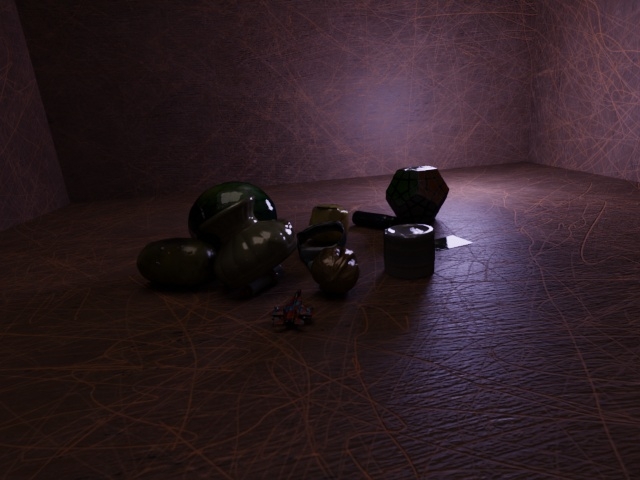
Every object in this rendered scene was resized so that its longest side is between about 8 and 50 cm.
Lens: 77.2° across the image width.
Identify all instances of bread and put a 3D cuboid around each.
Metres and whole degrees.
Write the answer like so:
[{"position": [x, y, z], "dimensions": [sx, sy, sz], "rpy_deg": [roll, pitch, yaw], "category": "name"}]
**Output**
[{"position": [0.031, -0.074, 1.795], "dimensions": [0.197, 0.170, 0.197], "rpy_deg": [6, 10, -1], "category": "bread"}]

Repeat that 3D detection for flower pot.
[{"position": [-0.252, -0.006, 1.368], "dimensions": [0.308, 0.244, 0.307], "rpy_deg": [-31, 10, 6], "category": "flower pot"}]

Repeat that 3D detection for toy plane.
[{"position": [-0.073, 0.192, 1.153], "dimensions": [0.130, 0.061, 0.189], "rpy_deg": [-3, 13, 9], "category": "toy plane"}]

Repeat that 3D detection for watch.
[{"position": [0.000, 0.000, 1.632], "dimensions": [0.207, 0.068, 0.192], "rpy_deg": [-2, 42, 16], "category": "watch"}]

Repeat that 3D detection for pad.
[{"position": [0.514, 0.011, 1.664], "dimensions": [0.190, 0.004, 0.127], "rpy_deg": [-11, 18, -19], "category": "pad"}]

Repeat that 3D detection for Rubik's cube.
[{"position": [0.479, -0.230, 2.002], "dimensions": [0.264, 0.318, 0.319], "rpy_deg": [32, 31, 17], "category": "Rubik's cube"}]

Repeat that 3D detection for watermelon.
[{"position": [-0.355, -0.080, 1.648], "dimensions": [0.364, 0.362, 0.363], "rpy_deg": [-4, 17, 1], "category": "watermelon"}]

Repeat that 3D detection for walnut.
[{"position": [0.047, 0.095, 1.283], "dimensions": [0.156, 0.155, 0.184], "rpy_deg": [-1, 20, 11], "category": "walnut"}]

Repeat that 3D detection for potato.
[{"position": [-0.513, 0.076, 1.453], "dimensions": [0.308, 0.172, 0.210], "rpy_deg": [1, 20, 8], "category": "potato"}]

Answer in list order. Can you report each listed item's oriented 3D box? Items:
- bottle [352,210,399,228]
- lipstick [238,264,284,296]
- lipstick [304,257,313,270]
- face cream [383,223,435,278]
[{"position": [0.271, -0.100, 1.964], "dimensions": [0.245, 0.072, 0.082], "rpy_deg": [13, 43, 44], "category": "bottle"}, {"position": [-0.203, 0.144, 1.352], "dimensions": [0.057, 0.063, 0.186], "rpy_deg": [5, 26, 37], "category": "lipstick"}, {"position": [-0.041, 0.086, 1.524], "dimensions": [0.037, 0.037, 0.116], "rpy_deg": [-10, 15, -16], "category": "lipstick"}, {"position": [0.310, 0.033, 1.402], "dimensions": [0.178, 0.152, 0.177], "rpy_deg": [-4, 16, 1], "category": "face cream"}]
